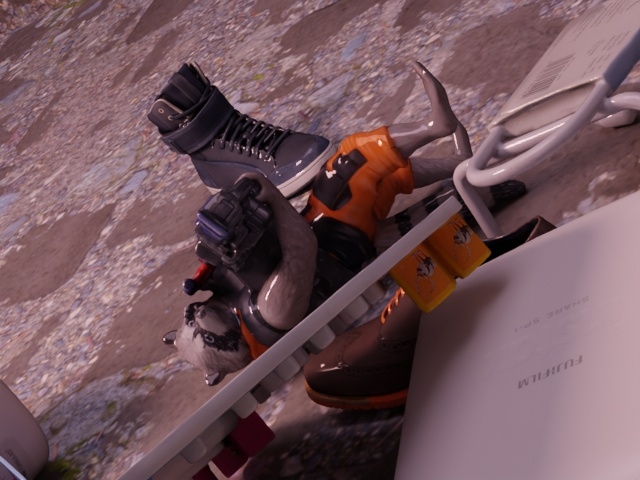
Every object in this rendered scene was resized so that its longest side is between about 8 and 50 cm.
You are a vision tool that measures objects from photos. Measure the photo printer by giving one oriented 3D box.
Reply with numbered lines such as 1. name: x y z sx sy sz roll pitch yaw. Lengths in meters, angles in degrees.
1. photo printer: 0.168 0.108 0.927 0.256 0.107 0.307 -27 26 27

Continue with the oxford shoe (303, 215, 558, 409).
1. oxford shoe: 0.085 0.052 1.159 0.271 0.098 0.097 -25 27 30

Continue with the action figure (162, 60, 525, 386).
1. action figure: 0.000 0.000 1.295 0.330 0.178 0.341 -43 -1 4

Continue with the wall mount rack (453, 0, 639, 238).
1. wall mount rack: 0.271 -0.113 1.136 0.304 0.130 0.350 -20 22 44

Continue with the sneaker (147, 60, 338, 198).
1. sneaker: -0.095 -0.123 1.659 0.226 0.163 0.086 -4 39 50

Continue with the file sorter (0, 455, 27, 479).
1. file sorter: -0.292 0.282 1.286 0.170 0.104 0.118 -46 24 -15

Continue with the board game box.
1. board game box: -0.096 0.164 1.000 0.390 0.050 0.390 -39 -4 -42

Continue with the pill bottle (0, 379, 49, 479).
1. pill bottle: -0.462 0.277 1.385 0.407 0.229 0.229 -50 26 -25
